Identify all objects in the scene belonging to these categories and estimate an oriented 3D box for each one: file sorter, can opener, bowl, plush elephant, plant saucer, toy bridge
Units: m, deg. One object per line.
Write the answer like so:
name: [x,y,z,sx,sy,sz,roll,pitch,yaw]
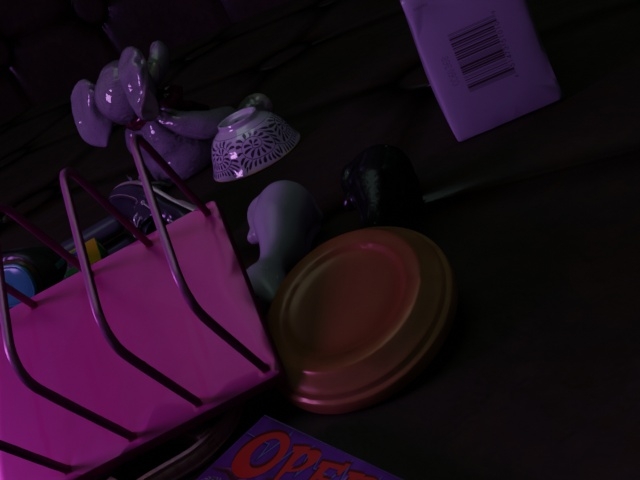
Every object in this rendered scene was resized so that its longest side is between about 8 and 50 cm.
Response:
file sorter: [-0.219,0.072,0.702,0.290,0.182,0.202,-28,57,5]
can opener: [-0.420,0.051,1.248,0.280,0.074,0.093,-32,24,-11]
bowl: [-0.127,-0.178,1.402,0.170,0.080,0.170,-23,25,11]
plush elephant: [-0.307,-0.243,1.498,0.272,0.255,0.330,-5,32,40]
plant saucer: [0.027,0.062,0.745,0.200,0.037,0.200,-22,42,21]
toy bridge: [-0.116,0.178,0.742,0.063,0.026,0.188,4,38,47]

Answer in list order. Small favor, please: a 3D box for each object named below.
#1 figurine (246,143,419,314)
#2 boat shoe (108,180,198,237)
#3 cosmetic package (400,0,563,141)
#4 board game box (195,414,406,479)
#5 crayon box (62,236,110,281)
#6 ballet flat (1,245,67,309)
figurine: [0.000,0.000,0.917,0.215,0.092,0.209,-18,30,22]
boat shoe: [-0.249,-0.032,1.196,0.206,0.075,0.065,19,48,31]
cosmetic package: [0.209,-0.324,1.189,0.156,0.217,0.385,-22,27,13]
board game box: [-0.004,0.233,0.496,0.208,0.056,0.347,-36,25,-29]
crayon box: [-0.390,0.117,1.077,0.278,0.081,0.165,-31,25,-9]
ballet flat: [-0.447,0.058,1.054,0.280,0.095,0.096,-6,20,19]
